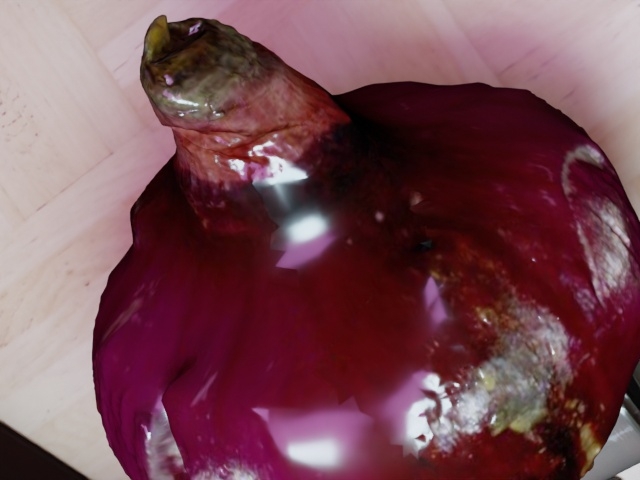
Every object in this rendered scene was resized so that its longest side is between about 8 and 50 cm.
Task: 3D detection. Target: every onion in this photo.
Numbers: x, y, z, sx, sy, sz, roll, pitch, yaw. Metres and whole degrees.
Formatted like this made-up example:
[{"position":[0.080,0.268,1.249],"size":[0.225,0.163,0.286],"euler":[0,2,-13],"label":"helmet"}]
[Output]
[{"position":[0.000,0.000,1.334],"size":[0.398,0.398,0.420],"euler":[-23,119,16],"label":"onion"}]

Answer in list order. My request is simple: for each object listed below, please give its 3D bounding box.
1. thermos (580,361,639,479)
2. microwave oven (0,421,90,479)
[{"position":[0.163,0.164,1.488],"size":[0.193,0.105,0.137],"euler":[-34,120,20],"label":"thermos"},{"position":[-0.289,0.256,1.538],"size":[0.188,0.247,0.178],"euler":[29,101,7],"label":"microwave oven"}]
